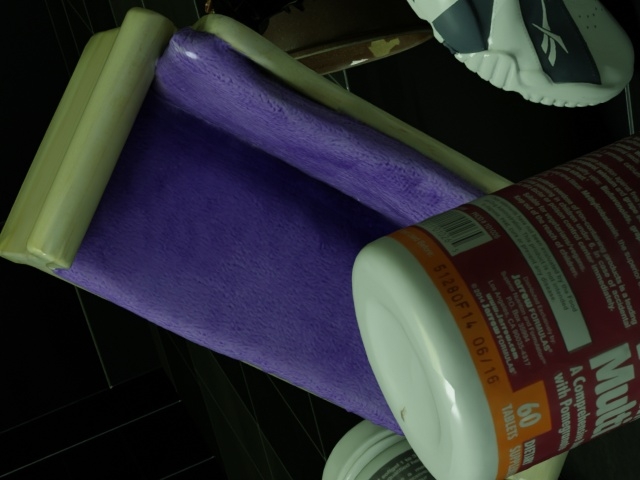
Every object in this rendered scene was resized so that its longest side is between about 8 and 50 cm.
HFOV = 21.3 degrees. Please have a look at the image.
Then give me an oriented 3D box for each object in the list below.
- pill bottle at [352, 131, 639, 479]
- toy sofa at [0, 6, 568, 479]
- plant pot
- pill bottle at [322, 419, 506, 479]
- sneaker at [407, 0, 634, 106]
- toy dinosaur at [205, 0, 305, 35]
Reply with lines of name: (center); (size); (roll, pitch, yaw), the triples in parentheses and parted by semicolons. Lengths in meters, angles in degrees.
pill bottle: (0.135, 0.019, 0.776); (0.121, 0.221, 0.121); (158, 90, -77)
toy sofa: (0.012, 0.014, 0.992); (0.362, 0.150, 0.177); (27, 170, -24)
plant pot: (-0.018, -0.204, 1.213); (0.167, 0.167, 0.165); (163, 92, -77)
pill bottle: (0.114, 0.263, 1.385); (0.318, 0.176, 0.176); (-135, 26, -60)
sneaker: (0.107, -0.177, 0.861); (0.235, 0.094, 0.153); (44, 134, -12)
toy dinosaur: (-0.019, -0.216, 1.025); (0.164, 0.218, 0.322); (20, 131, 23)
